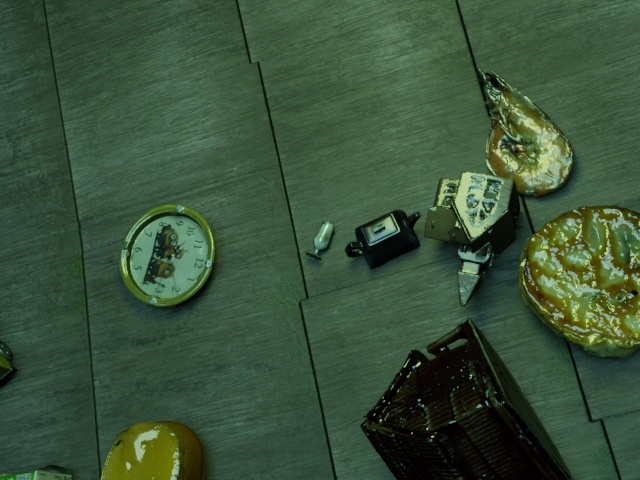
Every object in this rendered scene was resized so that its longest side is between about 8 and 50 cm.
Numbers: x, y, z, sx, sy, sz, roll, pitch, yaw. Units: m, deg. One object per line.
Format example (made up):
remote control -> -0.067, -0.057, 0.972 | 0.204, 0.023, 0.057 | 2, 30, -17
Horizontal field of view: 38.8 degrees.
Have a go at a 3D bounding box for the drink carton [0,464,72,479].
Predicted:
drink carton -> -0.583, 0.604, 1.854 | 0.108, 0.161, 0.271 | -14, 69, 11

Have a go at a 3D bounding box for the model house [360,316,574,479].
model house -> 0.259, 0.371, 1.695 | 0.282, 0.297, 0.317 | -35, 104, 12

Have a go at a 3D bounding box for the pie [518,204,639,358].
pie -> 0.540, 0.072, 1.758 | 0.315, 0.092, 0.315 | -4, 69, 10

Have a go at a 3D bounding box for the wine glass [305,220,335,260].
wine glass -> 0.000, 0.000, 1.958 | 0.038, 0.042, 0.083 | 28, 76, -16

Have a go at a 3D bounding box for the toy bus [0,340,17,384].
toy bus -> -0.830, 0.213, 2.046 | 0.138, 0.175, 0.288 | -39, 66, 2

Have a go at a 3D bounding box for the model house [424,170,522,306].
model house -> 0.288, 0.009, 1.794 | 0.176, 0.181, 0.248 | 10, 74, 19

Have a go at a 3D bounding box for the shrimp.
shrimp -> 0.401, -0.224, 1.906 | 0.164, 0.062, 0.317 | -35, 69, 5

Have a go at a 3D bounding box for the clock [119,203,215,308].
clock -> -0.336, 0.037, 2.030 | 0.236, 0.057, 0.237 | -4, 73, 15

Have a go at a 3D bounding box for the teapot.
teapot -> 0.131, -0.012, 1.891 | 0.177, 0.096, 0.087 | -26, 68, 7

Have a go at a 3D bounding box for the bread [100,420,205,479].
bread -> -0.341, 0.495, 1.832 | 0.195, 0.143, 0.270 | 9, 73, 21
